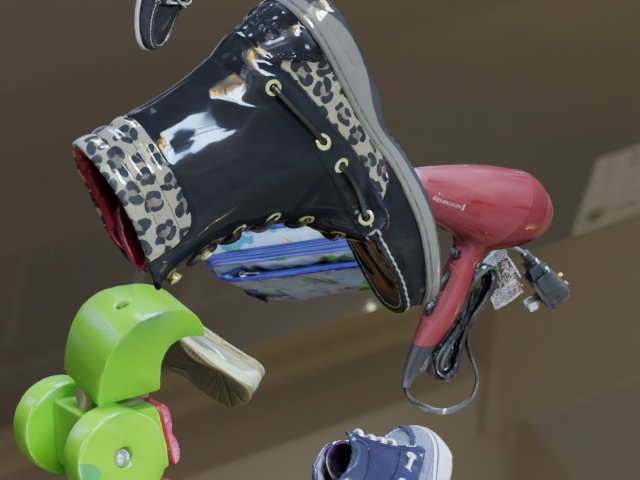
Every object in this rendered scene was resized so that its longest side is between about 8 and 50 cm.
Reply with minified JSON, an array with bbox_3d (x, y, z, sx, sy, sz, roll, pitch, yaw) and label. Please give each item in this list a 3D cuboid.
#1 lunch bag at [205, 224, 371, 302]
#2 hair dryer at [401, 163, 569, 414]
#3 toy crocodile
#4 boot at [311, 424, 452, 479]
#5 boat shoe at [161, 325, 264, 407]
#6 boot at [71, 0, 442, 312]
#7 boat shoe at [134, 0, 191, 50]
[{"bbox_3d":[0.000,0.000,1.786,0.176,0.219,0.090,36,50,-65],"label":"lunch bag"},{"bbox_3d":[0.149,0.029,1.729,0.080,0.223,0.293,23,-31,46],"label":"hair dryer"},{"bbox_3d":[-0.136,0.199,1.185,0.115,0.105,0.340,14,-73,57],"label":"toy crocodile"},{"bbox_3d":[0.040,0.154,1.199,0.086,0.069,0.190,47,11,-12],"label":"boot"},{"bbox_3d":[-0.122,0.095,1.642,0.153,0.048,0.056,34,-47,-2],"label":"boat shoe"},{"bbox_3d":[-0.034,-0.018,1.055,0.085,0.178,0.236,29,-31,52],"label":"boot"},{"bbox_3d":[-0.125,-0.222,1.500,0.038,0.046,0.125,17,-89,25],"label":"boat shoe"}]
